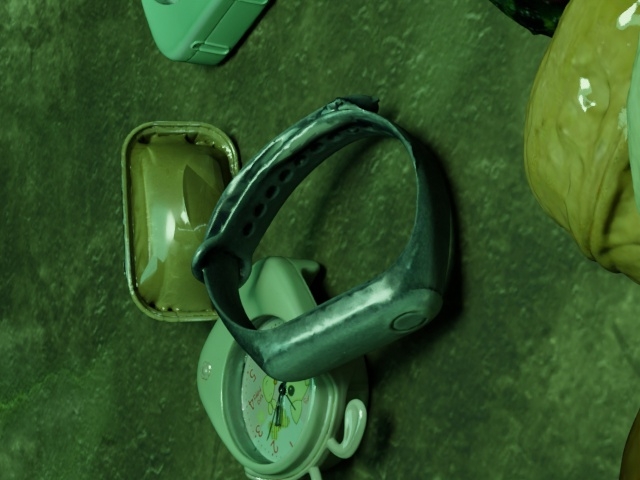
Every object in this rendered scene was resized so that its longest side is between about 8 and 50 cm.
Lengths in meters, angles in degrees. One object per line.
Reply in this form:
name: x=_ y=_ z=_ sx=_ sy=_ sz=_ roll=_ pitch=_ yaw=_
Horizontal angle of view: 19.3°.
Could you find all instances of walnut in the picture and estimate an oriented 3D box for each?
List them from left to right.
walnut: x=0.218 y=-0.077 z=1.106 sx=0.226 sy=0.193 sz=0.193 roll=-59 pitch=43 yaw=30

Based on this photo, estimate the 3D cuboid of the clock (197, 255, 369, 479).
clock: x=-0.022 y=0.120 z=1.501 sx=0.151 sy=0.062 sz=0.191 roll=-58 pitch=44 yaw=30

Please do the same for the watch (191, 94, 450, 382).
watch: x=0.000 y=0.000 z=1.428 sx=0.206 sy=0.068 sz=0.193 roll=-28 pitch=58 yaw=19

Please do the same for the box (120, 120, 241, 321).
box: x=-0.121 y=-0.014 z=1.621 sx=0.111 sy=0.111 sz=0.177 roll=-23 pitch=68 yaw=50

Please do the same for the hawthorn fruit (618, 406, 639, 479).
hawthorn fruit: x=0.303 y=0.125 z=0.875 sx=0.308 sy=0.308 sz=0.325 roll=55 pitch=141 yaw=41

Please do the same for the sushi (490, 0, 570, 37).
sushi: x=0.169 y=-0.231 z=1.171 sx=0.124 sy=0.127 sz=0.225 roll=27 pitch=139 yaw=18

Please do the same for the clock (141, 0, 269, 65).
clock: x=-0.104 y=-0.262 z=1.661 sx=0.148 sy=0.060 sz=0.188 roll=-46 pitch=51 yaw=41

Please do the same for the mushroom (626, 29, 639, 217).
mushroom: x=0.233 y=-0.088 z=0.881 sx=0.267 sy=0.189 sz=0.164 roll=143 pitch=103 yaw=-81
